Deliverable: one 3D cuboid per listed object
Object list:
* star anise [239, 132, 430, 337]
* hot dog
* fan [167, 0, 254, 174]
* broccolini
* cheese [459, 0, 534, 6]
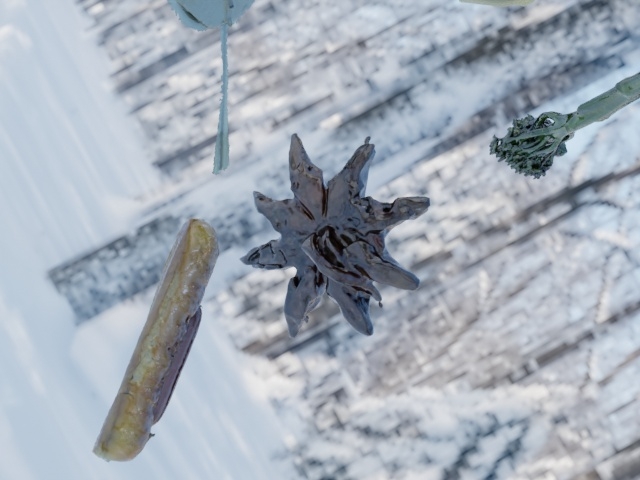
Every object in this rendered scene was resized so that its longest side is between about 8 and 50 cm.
[{"bbox_3d":[0.000,0.000,1.766,0.272,0.272,0.102,61,25,11],"label":"star anise"},{"bbox_3d":[-0.131,0.086,1.239,0.047,0.216,0.066,23,-14,-13],"label":"hot dog"},{"bbox_3d":[-0.103,-0.265,1.648,0.012,0.233,0.415,18,-57,28],"label":"fan"},{"bbox_3d":[0.155,-0.077,0.877,0.042,0.044,0.218,44,-16,-2],"label":"broccolini"},{"bbox_3d":[0.174,-0.245,1.459,0.044,0.083,0.030,122,-33,-83],"label":"cheese"}]
